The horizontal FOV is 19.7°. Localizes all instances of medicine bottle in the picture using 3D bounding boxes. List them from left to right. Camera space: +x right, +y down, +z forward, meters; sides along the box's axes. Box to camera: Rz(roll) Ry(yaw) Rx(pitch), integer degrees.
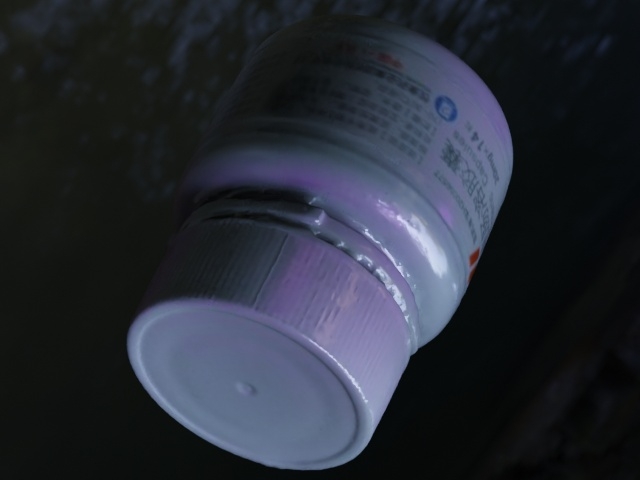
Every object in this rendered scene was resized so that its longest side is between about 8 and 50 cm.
[{"bbox_3d":[0.000,0.000,1.517,0.256,0.256,0.324,107,7,-52],"label":"medicine bottle"}]
